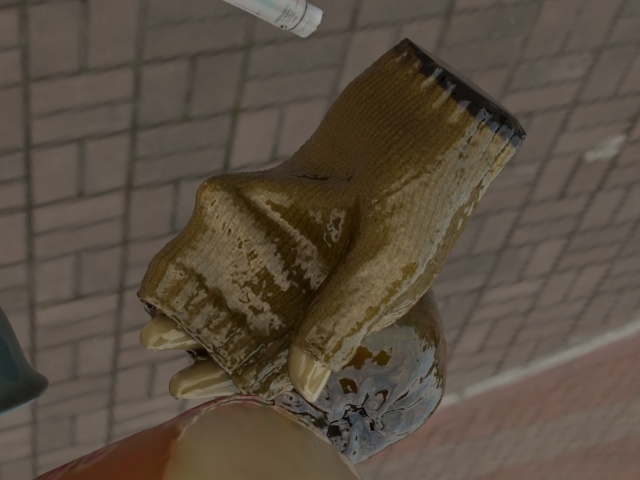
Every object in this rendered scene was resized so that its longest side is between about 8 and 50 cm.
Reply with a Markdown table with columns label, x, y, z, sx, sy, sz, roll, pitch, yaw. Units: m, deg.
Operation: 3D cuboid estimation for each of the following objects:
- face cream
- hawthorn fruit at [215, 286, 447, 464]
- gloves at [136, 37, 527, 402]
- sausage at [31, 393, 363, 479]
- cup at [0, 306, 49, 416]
| label | x | y | z | sx | sy | sz | roll | pitch | yaw |
| --- | --- | --- | --- | --- | --- | --- | --- | --- | --- |
| face cream | -0.047 | -0.175 | 1.023 | 0.115 | 0.020 | 0.038 | 21 | 121 | -39 |
| hawthorn fruit | 0.001 | 0.095 | 1.618 | 0.267 | 0.301 | 0.268 | -6 | 135 | -6 |
| gloves | 0.011 | 0.001 | 1.157 | 0.356 | 0.203 | 0.155 | -42 | 146 | -5 |
| sausage | -0.118 | 0.245 | 0.895 | 0.287 | 0.233 | 0.233 | -24 | 154 | 31 |
| cup | -0.401 | 0.109 | 1.518 | 0.199 | 0.150 | 0.199 | -12 | -170 | 2 |
